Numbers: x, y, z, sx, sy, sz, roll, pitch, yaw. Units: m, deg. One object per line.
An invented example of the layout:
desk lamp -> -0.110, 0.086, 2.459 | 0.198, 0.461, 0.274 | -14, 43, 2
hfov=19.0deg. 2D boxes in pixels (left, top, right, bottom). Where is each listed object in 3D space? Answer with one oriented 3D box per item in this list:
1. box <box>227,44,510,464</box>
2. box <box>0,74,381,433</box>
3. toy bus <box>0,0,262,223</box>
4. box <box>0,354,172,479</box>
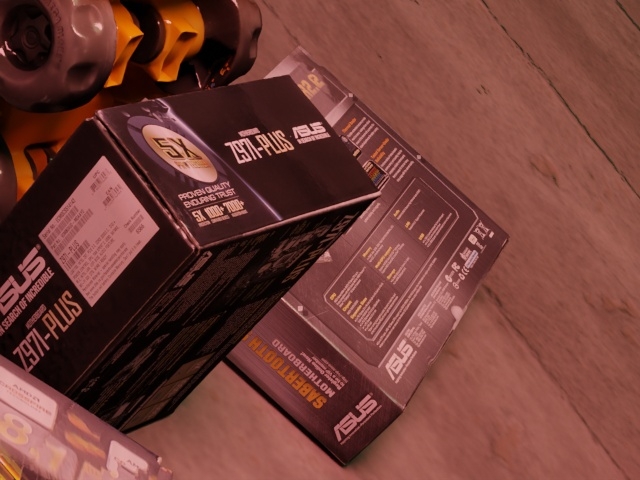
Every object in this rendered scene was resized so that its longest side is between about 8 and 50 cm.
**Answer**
box -> 0.000, 0.000, 1.108 | 0.183, 0.056, 0.231 | 41, 31, -2
box -> -0.084, 0.017, 0.875 | 0.077, 0.180, 0.147 | 52, 33, 14
toy bus -> -0.160, -0.108, 0.914 | 0.211, 0.220, 0.149 | 48, 28, 19
box -> -0.242, 0.084, 0.650 | 0.395, 0.097, 0.318 | 35, 18, -13
